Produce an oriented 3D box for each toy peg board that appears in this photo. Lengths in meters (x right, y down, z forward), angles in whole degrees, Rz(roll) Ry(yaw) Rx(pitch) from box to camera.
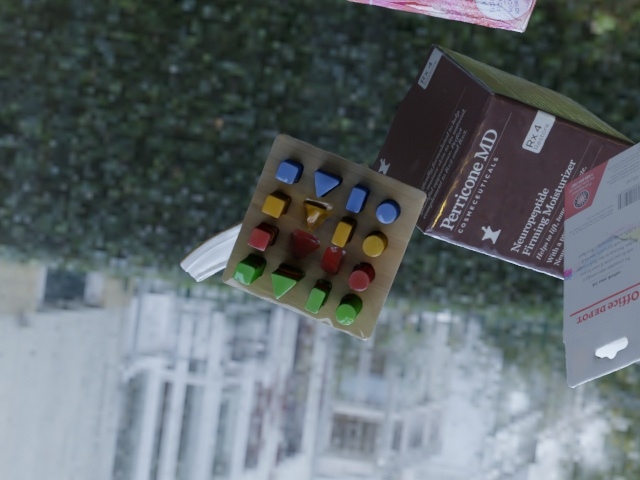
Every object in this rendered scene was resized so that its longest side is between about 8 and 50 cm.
[{"bbox_3d":[0.000,0.000,1.649,0.161,0.160,0.079,22,-172,3],"label":"toy peg board"}]

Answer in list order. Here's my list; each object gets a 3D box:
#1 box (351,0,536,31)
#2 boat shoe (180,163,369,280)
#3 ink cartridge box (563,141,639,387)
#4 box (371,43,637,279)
[{"bbox_3d":[0.078,-0.257,0.961,0.123,0.257,0.128,10,140,-4],"label":"box"},{"bbox_3d":[-0.046,0.002,2.082,0.277,0.096,0.098,-25,-178,24],"label":"boat shoe"},{"bbox_3d":[0.266,0.027,1.422,0.067,0.198,0.115,21,149,-28],"label":"ink cartridge box"},{"bbox_3d":[0.196,-0.083,1.814,0.203,0.168,0.167,17,-163,-27],"label":"box"}]
